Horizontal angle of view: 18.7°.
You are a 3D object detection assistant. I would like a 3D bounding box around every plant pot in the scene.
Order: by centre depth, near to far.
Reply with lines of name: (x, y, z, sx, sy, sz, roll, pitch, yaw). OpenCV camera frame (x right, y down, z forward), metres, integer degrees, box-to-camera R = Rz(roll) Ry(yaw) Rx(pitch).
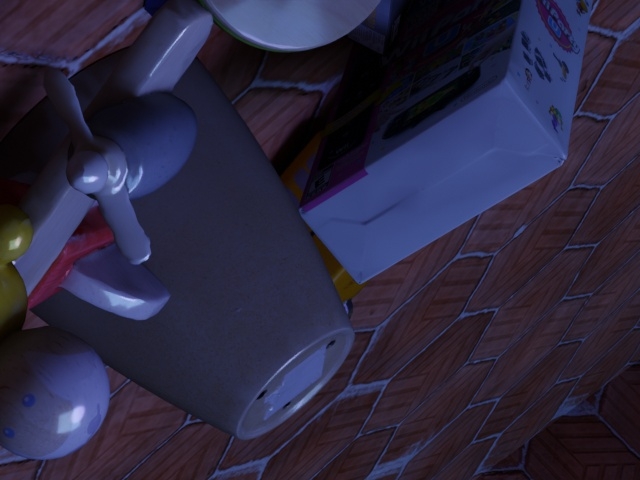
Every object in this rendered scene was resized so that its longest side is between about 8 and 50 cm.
plant pot: (-0.107, 0.022, 1.584, 0.256, 0.274, 0.256, -39, 161, -16)

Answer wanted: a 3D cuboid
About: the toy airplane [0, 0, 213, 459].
toy airplane: (-0.223, 0.041, 1.317, 0.384, 0.272, 0.386, -31, 152, -20)

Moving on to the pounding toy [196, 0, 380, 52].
pounding toy: (-0.048, -0.255, 1.369, 0.183, 0.110, 0.237, -24, 114, -26)

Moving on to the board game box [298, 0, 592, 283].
board game box: (0.114, -0.126, 1.690, 0.224, 0.097, 0.303, -31, -159, 28)

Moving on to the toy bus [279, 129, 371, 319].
toy bus: (0.000, 0.000, 1.949, 0.332, 0.130, 0.108, -49, 162, 26)

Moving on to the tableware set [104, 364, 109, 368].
tableware set: (-0.169, 0.061, 1.939, 0.104, 0.024, 0.154, -26, 153, -51)

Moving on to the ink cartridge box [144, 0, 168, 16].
ink cartridge box: (-0.041, -0.242, 1.515, 0.207, 0.046, 0.097, -35, 160, -28)

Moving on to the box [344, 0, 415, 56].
box: (0.074, -0.268, 1.544, 0.183, 0.056, 0.231, -60, 174, -13)
